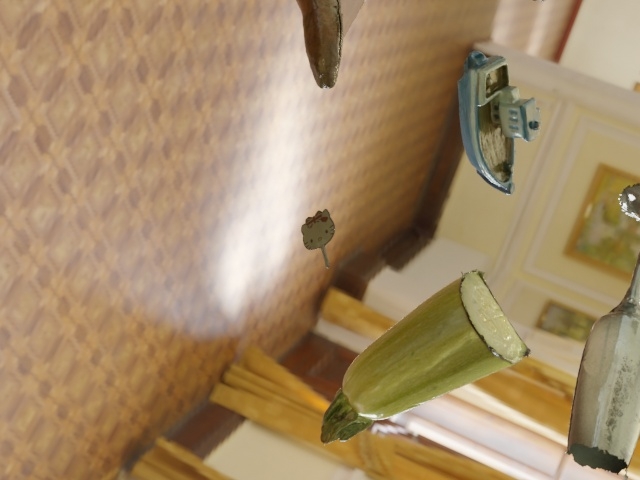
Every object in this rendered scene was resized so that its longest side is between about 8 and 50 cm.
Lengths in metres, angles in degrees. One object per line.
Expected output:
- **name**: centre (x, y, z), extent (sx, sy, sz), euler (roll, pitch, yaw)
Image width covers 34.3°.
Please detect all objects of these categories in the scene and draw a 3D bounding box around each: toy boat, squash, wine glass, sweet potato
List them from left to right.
- **sweet potato**: centre (-0.006, -0.337, 1.412), extent (0.075, 0.075, 0.273), euler (65, 13, -71)
- **squash**: centre (0.110, 0.150, 1.285), extent (0.287, 0.137, 0.137), euler (-28, 161, -1)
- **toy boat**: centre (0.263, -0.167, 1.499), extent (0.088, 0.102, 0.215), euler (-33, 124, -39)
- **wine glass**: centre (0.262, 0.076, 0.884), extent (0.074, 0.074, 0.262), euler (83, 25, -63)

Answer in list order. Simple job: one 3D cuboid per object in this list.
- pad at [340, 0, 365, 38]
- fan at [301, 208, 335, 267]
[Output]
- **pad**: centre (0.047, -0.422, 1.707), extent (0.232, 0.004, 0.157), euler (125, -37, -53)
- **fan**: centre (0.000, 0.000, 1.384), extent (0.056, 0.083, 0.004), euler (-31, 149, 30)
